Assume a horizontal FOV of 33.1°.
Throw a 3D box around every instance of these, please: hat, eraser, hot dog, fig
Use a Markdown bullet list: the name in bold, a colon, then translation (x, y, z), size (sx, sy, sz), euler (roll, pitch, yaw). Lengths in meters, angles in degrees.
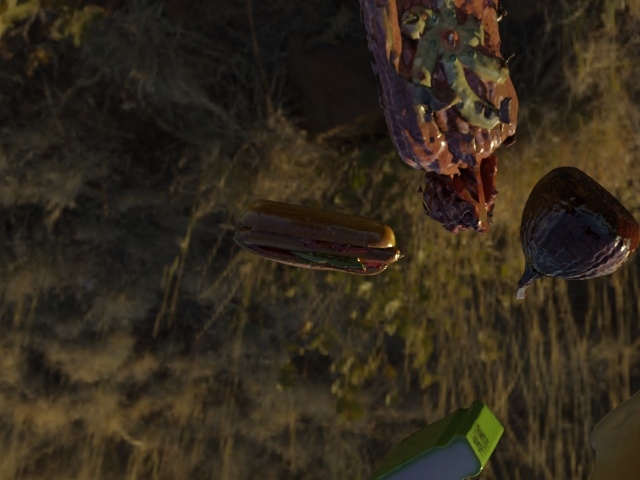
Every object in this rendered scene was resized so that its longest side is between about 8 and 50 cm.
- **hat**: translation (0.115, -0.139, 0.916), size (0.107, 0.237, 0.286), euler (3, 112, 36)
- **eraser**: translation (0.206, 0.380, 1.885), size (0.210, 0.092, 0.274), euler (-33, 174, 18)
- **hot dog**: translation (0.000, 0.000, 1.485), size (0.236, 0.062, 0.092), euler (8, 119, -3)
- **fig**: translation (0.289, 0.006, 1.351), size (0.201, 0.134, 0.146), euler (-43, 80, 32)

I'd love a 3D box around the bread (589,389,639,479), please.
- **bread**: translation (0.338, 0.244, 0.787), size (0.329, 0.424, 0.245), euler (9, 130, 5)
